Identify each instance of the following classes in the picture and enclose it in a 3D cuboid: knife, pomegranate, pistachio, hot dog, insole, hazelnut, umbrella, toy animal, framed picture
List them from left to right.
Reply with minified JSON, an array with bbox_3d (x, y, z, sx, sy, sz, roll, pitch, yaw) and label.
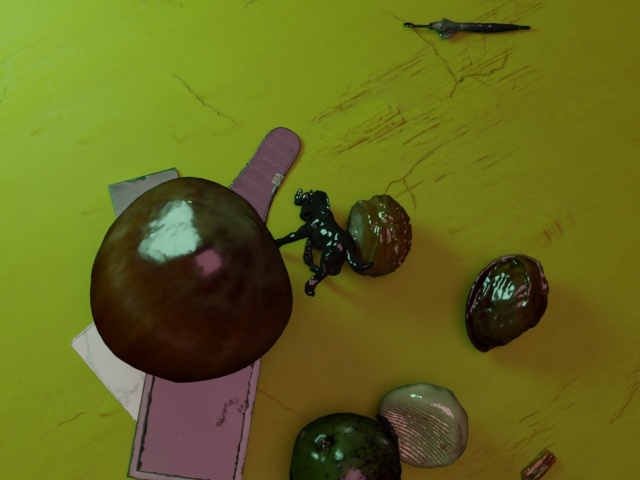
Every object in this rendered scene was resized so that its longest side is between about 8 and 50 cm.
[{"bbox_3d":[-0.228,0.075,1.643,0.366,0.366,0.365,1,84,-7],"label":"hazelnut"},{"bbox_3d":[-0.236,0.327,1.774,0.217,0.016,0.273,11,84,-7],"label":"framed picture"},{"bbox_3d":[-0.132,-0.083,1.834,0.110,0.012,0.309,32,82,-2],"label":"insole"},{"bbox_3d":[0.000,0.000,1.772,0.148,0.085,0.232,-57,49,22],"label":"toy animal"},{"bbox_3d":[0.061,0.437,1.727,0.214,0.214,0.248,-46,125,-9],"label":"pomegranate"},{"bbox_3d":[0.142,0.432,1.779,0.021,0.046,0.222,-25,109,-45],"label":"knife"},{"bbox_3d":[0.302,-0.431,1.911,0.269,0.044,0.044,0,115,-7],"label":"umbrella"},{"bbox_3d":[0.362,0.126,1.821,0.165,0.130,0.210,30,97,-12],"label":"pistachio"},{"bbox_3d":[0.431,0.448,1.850,0.037,0.021,0.083,45,80,0],"label":"hot dog"}]

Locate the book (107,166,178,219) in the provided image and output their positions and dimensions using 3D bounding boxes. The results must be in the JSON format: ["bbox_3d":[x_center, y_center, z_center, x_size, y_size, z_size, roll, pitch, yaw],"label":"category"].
[{"bbox_3d":[-0.331,-0.075,1.804,0.135,0.017,0.103,-16,84,-9],"label":"book"}]

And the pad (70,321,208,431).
[{"bbox_3d":[-0.343,0.230,1.779,0.156,0.004,0.232,-41,91,-10],"label":"pad"}]

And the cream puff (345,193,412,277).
[{"bbox_3d":[0.115,-0.007,1.796,0.115,0.150,0.165,5,126,-23],"label":"cream puff"}]

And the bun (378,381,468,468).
[{"bbox_3d":[0.201,0.343,1.782,0.183,0.102,0.183,12,116,25],"label":"bun"}]
